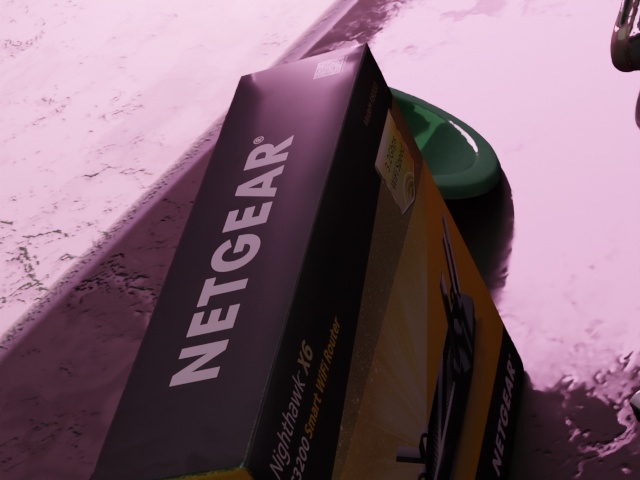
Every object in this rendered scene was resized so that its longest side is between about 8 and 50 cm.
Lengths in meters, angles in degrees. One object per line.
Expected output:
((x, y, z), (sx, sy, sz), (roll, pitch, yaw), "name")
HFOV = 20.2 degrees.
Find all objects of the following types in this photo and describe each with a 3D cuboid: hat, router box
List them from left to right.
((0.000, 0.000, 1.233), (0.208, 0.184, 0.173), (5, 28, -29), "hat")
((0.012, 0.088, 0.898), (0.081, 0.243, 0.309), (-13, 36, 23), "router box")

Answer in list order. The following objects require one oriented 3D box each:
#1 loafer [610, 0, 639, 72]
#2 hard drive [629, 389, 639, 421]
((0.245, -0.217, 1.291), (0.084, 0.096, 0.267), (-20, 35, 24), "loafer")
((0.238, 0.090, 0.930), (0.094, 0.022, 0.135), (-36, 33, -11), "hard drive")
